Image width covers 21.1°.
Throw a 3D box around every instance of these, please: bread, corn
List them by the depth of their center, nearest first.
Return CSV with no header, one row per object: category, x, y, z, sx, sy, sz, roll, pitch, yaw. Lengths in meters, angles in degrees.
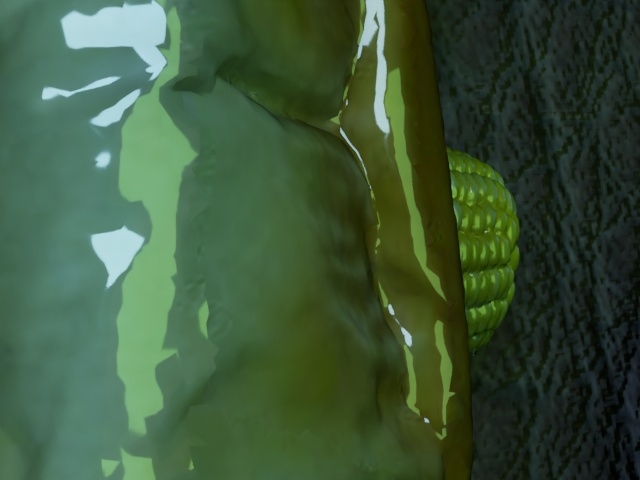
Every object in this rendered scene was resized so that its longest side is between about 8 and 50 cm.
bread,-0.081,-0.016,0.448,0.183,0.236,0.389,5,81,-55
corn,0.000,0.000,0.624,0.165,0.063,0.085,9,99,-36
